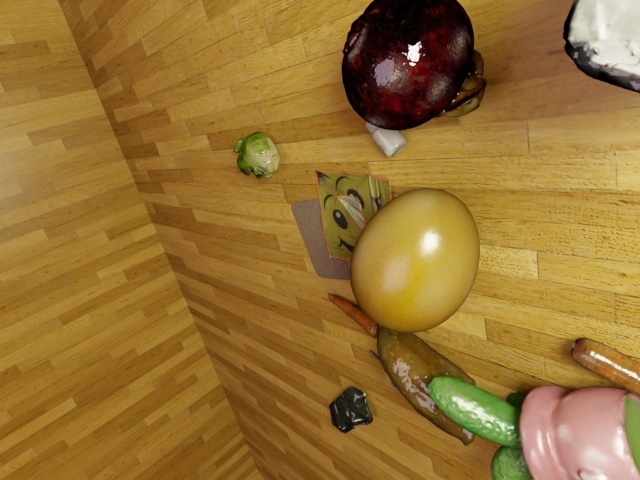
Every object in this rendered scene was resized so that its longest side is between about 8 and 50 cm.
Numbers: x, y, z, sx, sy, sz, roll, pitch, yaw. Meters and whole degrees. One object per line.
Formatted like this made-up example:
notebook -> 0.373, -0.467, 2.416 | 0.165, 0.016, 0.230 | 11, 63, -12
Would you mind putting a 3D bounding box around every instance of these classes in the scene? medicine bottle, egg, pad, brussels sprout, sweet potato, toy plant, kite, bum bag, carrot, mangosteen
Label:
medicine bottle -> 0.140, -0.226, 0.892 | 0.089, 0.052, 0.052 | 53, 145, 8
egg -> 0.191, 0.042, 0.856 | 0.250, 0.250, 0.323 | 38, 129, 27
pad -> 0.000, 0.000, 1.274 | 0.176, 0.002, 0.267 | -2, 114, 51
brussels sprout -> -0.191, -0.254, 1.250 | 0.181, 0.100, 0.139 | 39, 127, 54
sweet potato -> 0.260, 0.348, 1.083 | 0.369, 0.157, 0.158 | 38, 140, 26
toy plant -> 0.437, 0.375, 0.822 | 0.317, 0.210, 0.356 | 53, 146, -7
kite -> 0.081, -0.065, 1.117 | 0.328, 0.013, 0.377 | 53, 145, 9
bum bag -> 0.103, 0.649, 1.558 | 0.142, 0.079, 0.326 | 50, 145, 19
carrot -> 0.561, 0.247, 0.718 | 0.247, 0.059, 0.059 | 31, 136, 29
carrot -> 0.100, 0.220, 1.276 | 0.224, 0.057, 0.057 | 30, 136, 40
mangosteen -> 0.165, -0.289, 0.705 | 0.265, 0.229, 0.228 | 21, 149, -18

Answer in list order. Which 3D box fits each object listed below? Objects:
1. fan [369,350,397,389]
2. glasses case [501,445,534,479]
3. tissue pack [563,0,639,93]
fan -> 0.233, 0.414, 1.285 | 0.220, 0.009, 0.132 | 37, 139, 28
glasses case -> 0.497, 0.537, 0.998 | 0.179, 0.067, 0.045 | 57, 145, 3
tissue pack -> 0.381, -0.242, 0.319 | 0.210, 0.369, 0.198 | 33, 142, 31
